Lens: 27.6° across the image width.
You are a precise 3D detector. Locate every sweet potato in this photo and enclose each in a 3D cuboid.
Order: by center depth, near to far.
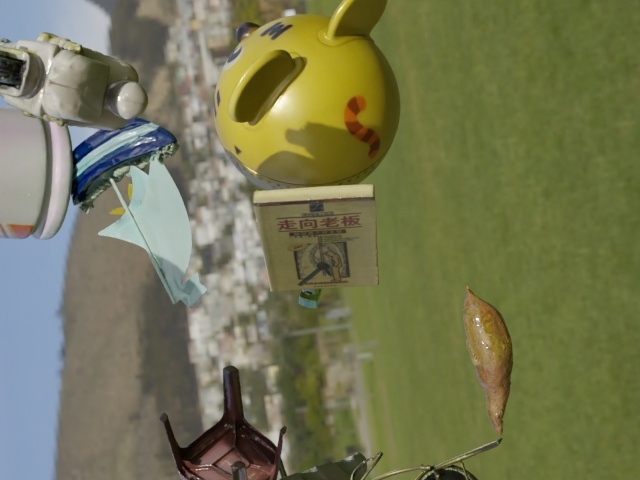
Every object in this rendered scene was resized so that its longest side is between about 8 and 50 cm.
[{"bbox_3d":[0.245,0.173,1.838,0.068,0.068,0.226,-100,-3,-78],"label":"sweet potato"}]

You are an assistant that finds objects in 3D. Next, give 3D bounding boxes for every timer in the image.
[{"bbox_3d":[-0.025,-0.267,2.321,0.387,0.376,0.376,90,173,-58],"label":"timer"}]

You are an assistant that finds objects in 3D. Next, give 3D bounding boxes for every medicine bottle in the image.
[{"bbox_3d":[-0.545,-0.107,1.925,0.202,0.316,0.202,-15,73,61],"label":"medicine bottle"}]

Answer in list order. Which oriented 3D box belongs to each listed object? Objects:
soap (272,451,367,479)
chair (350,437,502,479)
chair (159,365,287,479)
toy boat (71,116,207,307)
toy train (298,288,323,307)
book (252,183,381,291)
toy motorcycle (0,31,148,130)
[{"bbox_3d":[-0.070,0.387,1.984,0.302,0.159,0.258,46,-147,-30],"label":"soap"},{"bbox_3d":[0.169,0.372,1.782,0.325,0.170,0.160,-28,33,54],"label":"chair"},{"bbox_3d":[-0.147,0.413,2.300,0.183,0.175,0.326,35,145,32],"label":"chair"},{"bbox_3d":[-0.256,-0.032,1.905,0.067,0.220,0.291,-16,-102,-59],"label":"toy boat"},{"bbox_3d":[-0.014,0.064,2.338,0.122,0.050,0.081,92,-166,-59],"label":"toy train"},{"bbox_3d":[0.000,0.000,1.766,0.231,0.161,0.026,83,-176,-58],"label":"book"},{"bbox_3d":[-0.310,-0.192,1.571,0.341,0.223,0.108,-71,-6,-85],"label":"toy motorcycle"}]
